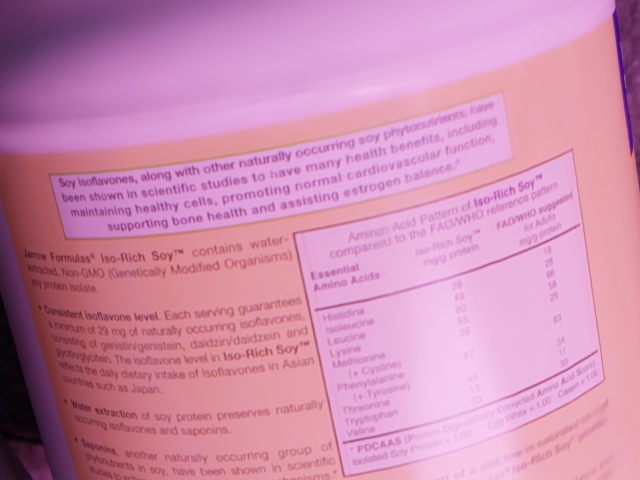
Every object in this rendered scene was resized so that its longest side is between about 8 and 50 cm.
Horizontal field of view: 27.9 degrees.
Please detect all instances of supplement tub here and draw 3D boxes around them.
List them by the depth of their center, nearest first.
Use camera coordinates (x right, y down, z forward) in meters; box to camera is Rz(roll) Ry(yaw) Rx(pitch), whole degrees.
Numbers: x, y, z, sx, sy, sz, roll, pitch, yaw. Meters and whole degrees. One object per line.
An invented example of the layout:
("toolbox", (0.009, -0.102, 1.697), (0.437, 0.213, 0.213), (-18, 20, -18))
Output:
("supplement tub", (0.000, 0.000, 0.488), (0.241, 0.241, 0.331), (-19, 108, -24))

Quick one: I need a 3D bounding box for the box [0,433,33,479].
("box", (-0.173, 0.217, 0.589), (0.181, 0.119, 0.182), (-33, 127, -15))
